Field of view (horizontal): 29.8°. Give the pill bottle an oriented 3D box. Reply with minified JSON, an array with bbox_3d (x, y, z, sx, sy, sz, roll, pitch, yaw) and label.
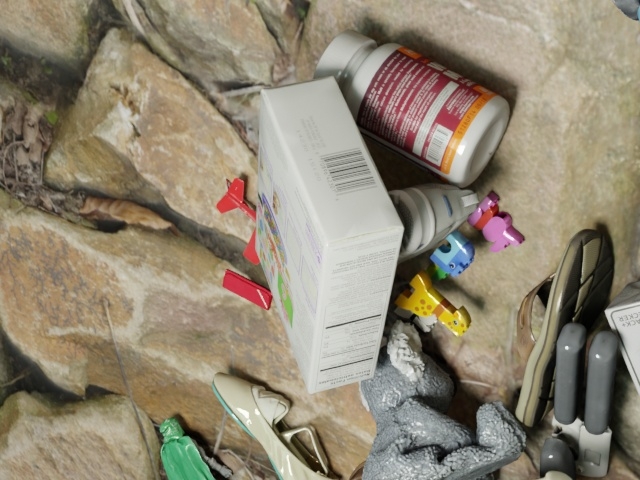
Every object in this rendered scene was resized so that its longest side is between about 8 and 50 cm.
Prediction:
[{"bbox_3d":[0.106,-0.163,1.453,0.221,0.121,0.121,31,123,18],"label":"pill bottle"}]

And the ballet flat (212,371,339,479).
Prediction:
[{"bbox_3d":[-0.060,0.281,1.783,0.086,0.086,0.248,-37,90,37],"label":"ballet flat"}]

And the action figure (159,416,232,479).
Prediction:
[{"bbox_3d":[-0.188,0.383,1.906,0.137,0.063,0.232,-21,101,39],"label":"action figure"}]

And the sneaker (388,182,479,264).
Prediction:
[{"bbox_3d":[0.104,-0.013,1.493,0.281,0.115,0.105,172,85,-71],"label":"sneaker"}]

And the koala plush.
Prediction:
[{"bbox_3d":[0.122,0.228,1.580,0.196,0.203,0.221,113,140,-57],"label":"koala plush"}]

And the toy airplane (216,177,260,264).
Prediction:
[{"bbox_3d":[-0.086,-0.032,1.688,0.151,0.028,0.151,14,118,28],"label":"toy airplane"}]

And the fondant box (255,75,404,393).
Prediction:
[{"bbox_3d":[0.000,0.000,1.464,0.330,0.096,0.238,98,155,-54],"label":"fondant box"}]

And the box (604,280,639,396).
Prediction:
[{"bbox_3d":[0.466,0.176,1.389,0.169,0.087,0.290,-20,98,36],"label":"box"}]

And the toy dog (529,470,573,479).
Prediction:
[{"bbox_3d":[0.275,0.458,1.439,0.408,0.284,0.395,-14,125,1],"label":"toy dog"}]

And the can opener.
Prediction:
[{"bbox_3d":[0.312,0.221,1.461,0.076,0.095,0.283,16,142,22],"label":"can opener"}]

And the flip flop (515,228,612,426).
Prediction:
[{"bbox_3d":[0.280,0.106,1.478,0.080,0.112,0.277,35,131,33],"label":"flip flop"}]

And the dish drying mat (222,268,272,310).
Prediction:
[{"bbox_3d":[-0.107,0.072,1.758,0.083,0.008,0.032,26,122,21],"label":"dish drying mat"}]

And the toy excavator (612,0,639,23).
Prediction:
[{"bbox_3d":[0.478,-0.108,1.156,0.222,0.433,0.445,-19,71,36],"label":"toy excavator"}]

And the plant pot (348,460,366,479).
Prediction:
[{"bbox_3d":[0.072,0.417,1.692,0.167,0.165,0.167,12,115,27],"label":"plant pot"}]

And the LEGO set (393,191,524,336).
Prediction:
[{"bbox_3d":[0.173,0.059,1.526,0.093,0.087,0.227,43,127,10],"label":"LEGO set"}]
